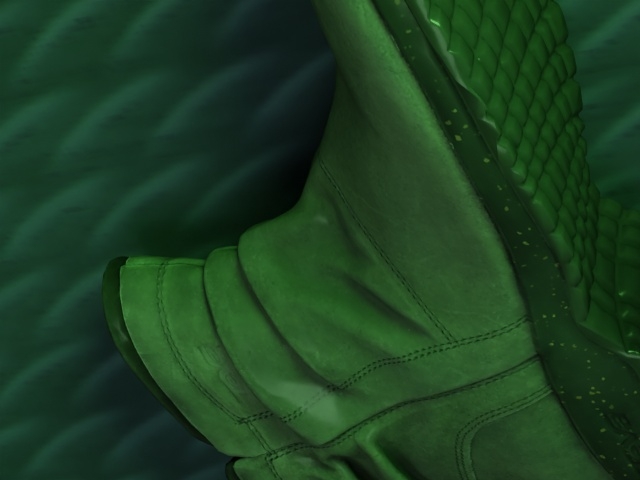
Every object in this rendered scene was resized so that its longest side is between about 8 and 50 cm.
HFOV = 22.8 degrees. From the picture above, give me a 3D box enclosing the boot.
[{"bbox_3d":[0.000,0.000,0.443,0.161,0.083,0.246,-15,123,26],"label":"boot"}]
